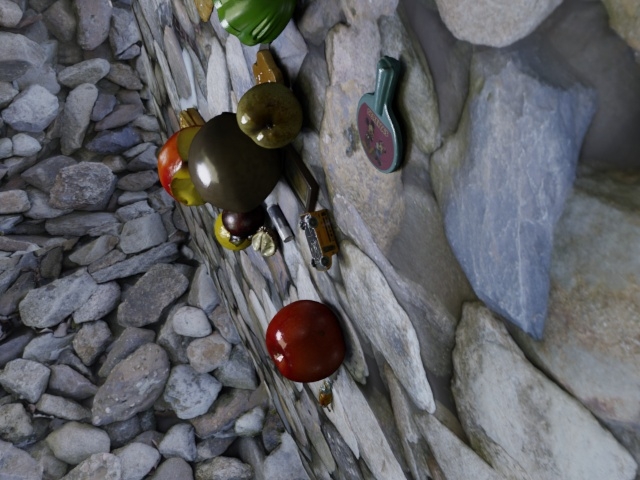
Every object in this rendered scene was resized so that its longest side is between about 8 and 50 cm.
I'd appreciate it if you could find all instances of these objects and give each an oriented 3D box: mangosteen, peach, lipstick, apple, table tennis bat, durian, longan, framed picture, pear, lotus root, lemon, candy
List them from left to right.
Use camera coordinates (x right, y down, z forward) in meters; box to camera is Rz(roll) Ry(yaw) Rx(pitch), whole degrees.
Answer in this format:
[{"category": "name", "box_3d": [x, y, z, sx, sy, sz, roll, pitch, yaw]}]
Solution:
[{"category": "peach", "box_3d": [-0.522, -0.317, 2.114, 0.242, 0.306, 0.380, 58, 163, 11]}, {"category": "longan", "box_3d": [-0.253, -0.232, 1.515, 0.350, 0.289, 0.288, -93, -8, -66]}, {"category": "lemon", "box_3d": [-0.340, -0.045, 2.065, 0.206, 0.174, 0.173, -93, -3, -56]}, {"category": "mangosteen", "box_3d": [-0.285, -0.070, 1.907, 0.172, 0.173, 0.183, -160, 74, -64]}, {"category": "durian", "box_3d": [-0.195, -0.009, 1.872, 0.111, 0.071, 0.140, 19, 134, 18]}, {"category": "lotus root", "box_3d": [-0.110, -0.522, 1.082, 0.186, 0.186, 0.186, 52, 154, 39]}, {"category": "pear", "box_3d": [-0.123, -0.309, 1.281, 0.136, 0.167, 0.167, -102, 4, -56]}, {"category": "lipstick", "box_3d": [-0.136, -0.060, 1.726, 0.141, 0.040, 0.040, 62, 159, 22]}, {"category": "framed picture", "box_3d": [-0.060, -0.170, 1.450, 0.168, 0.023, 0.128, 59, 158, 26]}, {"category": "apple", "box_3d": [-0.047, 0.314, 1.606, 0.260, 0.217, 0.260, 47, 148, 41]}, {"category": "candy", "box_3d": [0.017, 0.592, 1.950, 0.053, 0.047, 0.182, 46, 147, 44]}, {"category": "table tennis bat", "box_3d": [0.112, -0.227, 0.945, 0.153, 0.040, 0.244, 58, 162, 30]}]

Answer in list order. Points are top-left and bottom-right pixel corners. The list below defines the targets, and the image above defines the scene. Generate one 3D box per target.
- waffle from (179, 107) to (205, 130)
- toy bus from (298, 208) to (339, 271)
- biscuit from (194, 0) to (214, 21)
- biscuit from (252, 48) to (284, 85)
[{"category": "waffle", "box_3d": [-0.578, -0.437, 2.421, 0.224, 0.098, 0.327, 52, 154, 35]}, {"category": "toy bus", "box_3d": [0.000, 0.000, 1.386, 0.070, 0.074, 0.162, -11, 96, 62]}, {"category": "biscuit", "box_3d": [-0.376, -0.796, 1.653, 0.247, 0.029, 0.118, -10, 101, 70]}, {"category": "biscuit", "box_3d": [-0.139, -0.401, 1.414, 0.184, 0.035, 0.249, 61, 159, 24]}]
